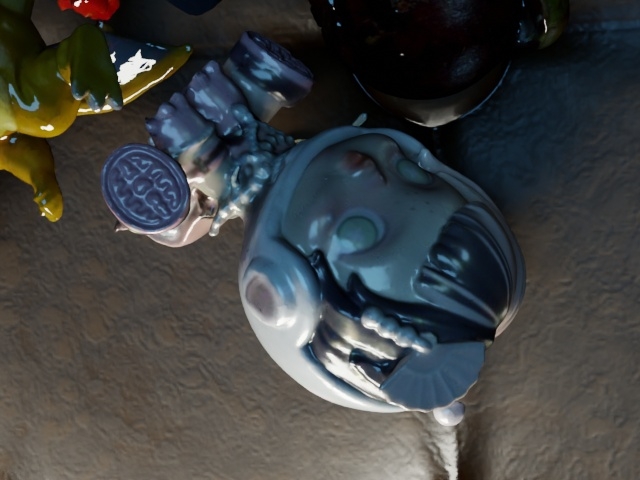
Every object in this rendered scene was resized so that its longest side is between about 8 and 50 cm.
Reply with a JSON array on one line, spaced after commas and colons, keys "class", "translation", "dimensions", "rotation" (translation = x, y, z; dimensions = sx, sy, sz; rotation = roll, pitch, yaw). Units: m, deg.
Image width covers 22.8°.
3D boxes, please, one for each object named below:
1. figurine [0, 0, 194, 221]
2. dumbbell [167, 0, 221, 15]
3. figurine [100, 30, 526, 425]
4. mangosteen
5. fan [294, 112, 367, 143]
[{"class": "figurine", "translation": [-0.333, -0.106, 1.367], "dimensions": [0.387, 0.401, 0.268], "rotation": [-34, 56, 36]}, {"class": "dumbbell", "translation": [-0.190, -0.339, 1.384], "dimensions": [0.325, 0.160, 0.144], "rotation": [35, 75, 7]}, {"class": "figurine", "translation": [0.005, -0.007, 1.356], "dimensions": [0.361, 0.211, 0.253], "rotation": [32, 63, 12]}, {"class": "mangosteen", "translation": [0.089, -0.217, 1.309], "dimensions": [0.210, 0.210, 0.210], "rotation": [3, 100, 15]}, {"class": "fan", "translation": [-0.001, -0.068, 1.451], "dimensions": [0.085, 0.005, 0.133], "rotation": [43, 109, 3]}]
